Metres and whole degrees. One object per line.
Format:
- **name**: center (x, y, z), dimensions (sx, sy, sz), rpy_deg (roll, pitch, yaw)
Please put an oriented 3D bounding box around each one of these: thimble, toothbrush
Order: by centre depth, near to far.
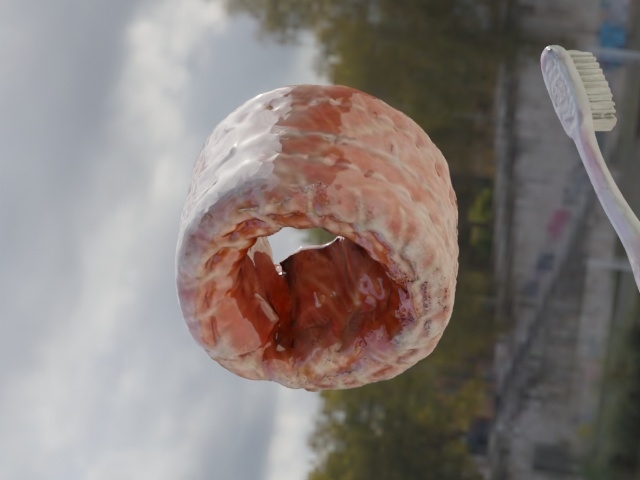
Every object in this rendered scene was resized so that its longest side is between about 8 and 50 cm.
- **toothbrush**: center (0.175, 0.026, 0.937), dimensions (0.025, 0.029, 0.307), rpy_deg (-56, 45, 52)
- **thimble**: center (0.000, 0.000, 1.490), dimensions (0.162, 0.239, 0.239), rpy_deg (-88, -2, -48)
